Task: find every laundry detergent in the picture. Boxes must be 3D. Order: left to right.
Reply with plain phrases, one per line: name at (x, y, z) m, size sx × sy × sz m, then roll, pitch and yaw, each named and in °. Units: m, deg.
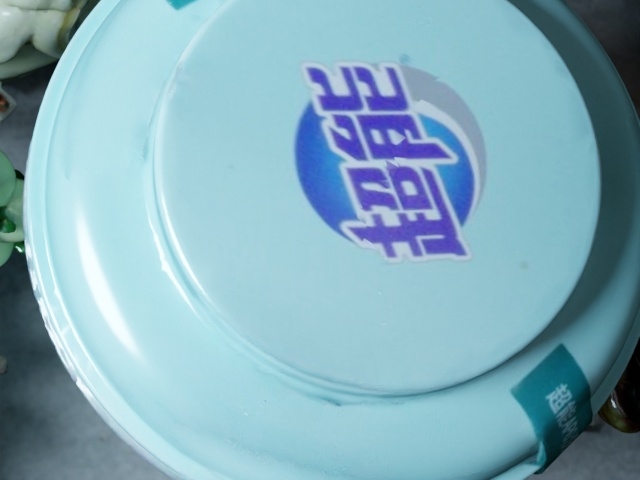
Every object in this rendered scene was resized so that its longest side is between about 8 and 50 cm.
laundry detergent at (0.000, 0.000, 0.517) m, size 0.287 × 0.305 × 0.287 m, roll 2°, pitch 78°, yaw -10°

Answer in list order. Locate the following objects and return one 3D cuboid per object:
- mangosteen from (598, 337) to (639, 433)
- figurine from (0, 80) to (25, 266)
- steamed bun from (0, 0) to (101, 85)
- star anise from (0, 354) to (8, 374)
mangosteen at (0.260, 0.054, 0.614) m, size 0.265 × 0.228 × 0.228 m, roll -5°, pitch 77°, yaw 28°
figurine at (-0.218, -0.053, 0.534) m, size 0.093 × 0.147 × 0.197 m, roll -38°, pitch 56°, yaw 6°
steamed bun at (-0.210, -0.283, 0.581) m, size 0.324 × 0.219 × 0.310 m, roll 36°, pitch 75°, yaw -1°
star anise at (-0.292, 0.068, 0.548) m, size 0.349 × 0.109 × 0.292 m, roll 16°, pitch 71°, yaw -20°
